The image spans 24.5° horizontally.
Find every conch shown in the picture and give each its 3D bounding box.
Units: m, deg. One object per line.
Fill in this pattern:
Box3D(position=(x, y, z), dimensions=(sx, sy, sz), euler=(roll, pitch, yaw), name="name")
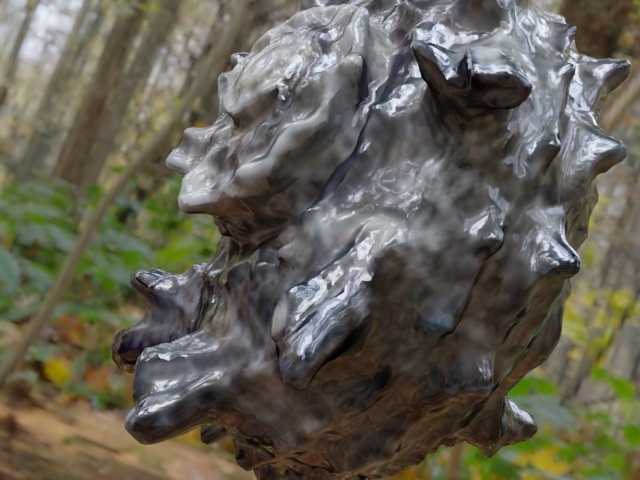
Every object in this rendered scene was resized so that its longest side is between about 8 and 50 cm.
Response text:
Box3D(position=(0.006, -0.008, 0.643), dimensions=(0.186, 0.240, 0.313), euler=(3, -36, -22), name="conch")
